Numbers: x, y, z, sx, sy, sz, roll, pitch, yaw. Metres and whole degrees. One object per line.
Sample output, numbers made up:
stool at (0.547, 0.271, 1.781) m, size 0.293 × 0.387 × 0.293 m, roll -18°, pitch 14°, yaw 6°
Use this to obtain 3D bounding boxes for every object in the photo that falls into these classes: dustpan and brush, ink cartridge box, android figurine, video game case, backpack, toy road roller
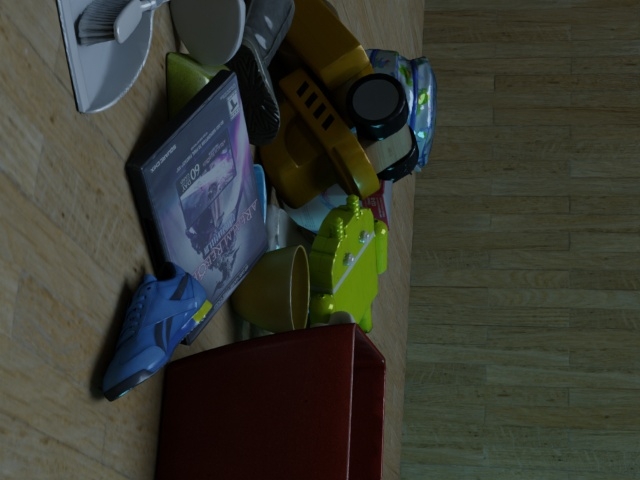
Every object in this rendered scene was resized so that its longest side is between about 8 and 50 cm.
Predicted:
dustpan and brush at (-0.190, -0.231, 1.215) m, size 0.211 × 0.060 × 0.147 m, roll -70°, pitch 158°, yaw -59°
ink cartridge box at (0.029, -0.099, 2.058) m, size 0.127 × 0.176 × 0.128 m, roll 73°, pitch 19°, yaw -61°
android figurine at (0.042, 0.058, 1.901) m, size 0.248 × 0.056 × 0.273 m, roll -52°, pitch 147°, yaw -48°
video game case at (-0.137, -0.036, 1.438) m, size 0.196 × 0.026 × 0.274 m, roll -52°, pitch 146°, yaw -39°
backpack at (0.135, -0.270, 2.514) m, size 0.355 × 0.273 × 0.290 m, roll 22°, pitch 76°, yaw -65°
toy road roller at (-0.011, -0.204, 1.932) m, size 0.329 × 0.240 × 0.202 m, roll 54°, pitch -5°, yaw 25°

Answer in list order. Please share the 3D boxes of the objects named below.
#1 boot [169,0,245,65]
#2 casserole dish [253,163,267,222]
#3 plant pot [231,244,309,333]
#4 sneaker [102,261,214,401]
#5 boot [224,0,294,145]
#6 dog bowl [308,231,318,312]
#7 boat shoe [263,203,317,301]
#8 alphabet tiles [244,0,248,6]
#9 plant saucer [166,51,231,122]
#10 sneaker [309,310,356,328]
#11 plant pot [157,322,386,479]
boot at (-0.125, -0.348, 1.449) m, size 0.123 × 0.095 × 0.258 m, roll -57°, pitch 146°, yaw -58°
casserole dish at (-0.112, -0.048, 1.699) m, size 0.188 × 0.037 × 0.114 m, roll -36°, pitch 126°, yaw -77°
plant pot at (-0.075, 0.073, 1.744) m, size 0.134 × 0.095 × 0.134 m, roll 0°, pitch 90°, yaw -79°
sneaker at (-0.188, 0.092, 1.283) m, size 0.082 × 0.069 × 0.209 m, roll 54°, pitch 31°, yaw -11°
boot at (-0.083, -0.267, 1.758) m, size 0.208 × 0.076 × 0.190 m, roll -80°, pitch 166°, yaw -52°
dog bowl at (0.000, 0.000, 2.189) m, size 0.166 × 0.074 × 0.297 m, roll 77°, pitch 18°, yaw -50°
boat shoe at (-0.036, 0.022, 1.917) m, size 0.302 × 0.103 × 0.113 m, roll 61°, pitch 32°, yaw -67°
alphabet tiles at (-0.096, -0.442, 1.837) m, size 0.198 × 0.009 × 0.237 m, roll 79°, pitch 16°, yaw -44°
plant saucer at (-0.141, -0.139, 1.521) m, size 0.188 × 0.045 × 0.188 m, roll -34°, pitch 124°, yaw -77°
sneaker at (-0.021, 0.208, 1.710) m, size 0.305 × 0.114 × 0.152 m, roll -47°, pitch 132°, yaw -55°
plant pot at (-0.057, 0.251, 1.475) m, size 0.267 × 0.235 × 0.267 m, roll 53°, pitch 39°, yaw -71°
